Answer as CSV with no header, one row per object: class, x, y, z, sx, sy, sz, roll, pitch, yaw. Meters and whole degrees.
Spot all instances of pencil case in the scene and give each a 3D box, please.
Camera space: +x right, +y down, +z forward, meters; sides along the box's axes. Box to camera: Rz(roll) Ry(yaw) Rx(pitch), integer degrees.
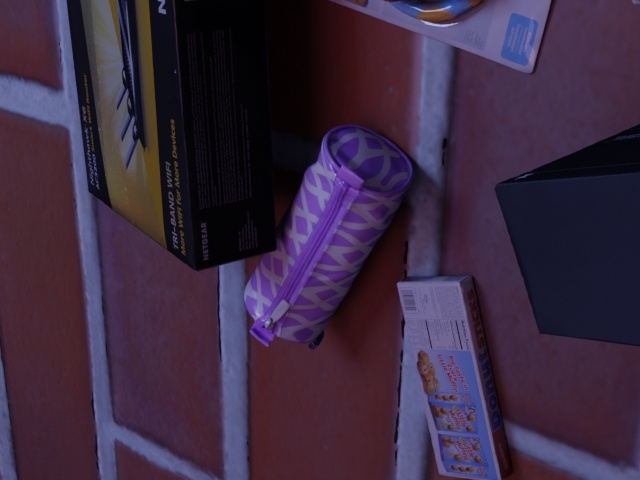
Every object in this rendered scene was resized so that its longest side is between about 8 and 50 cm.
pencil case,0.000,0.000,0.852,0.086,0.088,0.206,38,128,13

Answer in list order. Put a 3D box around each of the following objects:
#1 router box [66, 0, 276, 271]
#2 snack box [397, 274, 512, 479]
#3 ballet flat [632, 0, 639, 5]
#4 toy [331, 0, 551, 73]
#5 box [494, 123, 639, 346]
router box,-0.134,-0.160,0.856,0.243,0.081,0.309,29,127,53
snack box,0.112,0.116,0.850,0.064,0.022,0.178,-3,106,40
ballet flat,0.285,-0.232,0.456,0.147,0.147,0.409,53,132,10
toy,0.055,-0.218,0.735,0.237,0.056,0.137,29,126,29
box,0.246,-0.019,0.513,0.261,0.184,0.103,1,109,64
